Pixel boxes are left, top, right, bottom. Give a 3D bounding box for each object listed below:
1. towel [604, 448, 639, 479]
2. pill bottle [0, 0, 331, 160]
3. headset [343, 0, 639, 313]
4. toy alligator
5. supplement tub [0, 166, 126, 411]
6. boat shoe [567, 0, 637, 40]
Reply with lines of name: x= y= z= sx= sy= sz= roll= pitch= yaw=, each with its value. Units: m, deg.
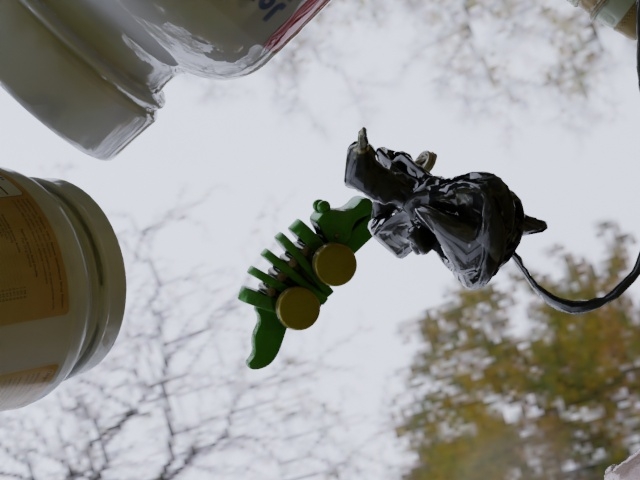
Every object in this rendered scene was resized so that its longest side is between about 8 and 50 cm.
towel: x=0.399 y=0.246 z=1.281 sx=0.053 sy=0.317 sz=0.332 roll=19 pitch=-139 yaw=-47
pill bottle: x=-0.052 y=-0.252 z=1.079 sx=0.229 sy=0.407 sz=0.229 roll=44 pitch=-172 yaw=-8
headset: x=0.186 y=-0.121 z=0.634 sx=0.394 sy=0.185 sz=0.243 roll=-41 pitch=-75 yaw=-10
toy alligator: x=0.000 y=0.000 z=1.132 sx=0.051 sy=0.056 sz=0.190 roll=41 pitch=-94 yaw=-16
supplement tub: x=-0.221 y=0.033 z=0.957 sx=0.199 sy=0.144 sz=0.144 roll=-9 pitch=-99 yaw=-51
boat shoe: x=0.215 y=-0.183 z=0.974 sx=0.072 sy=0.068 sz=0.190 roll=42 pitch=-106 yaw=9
